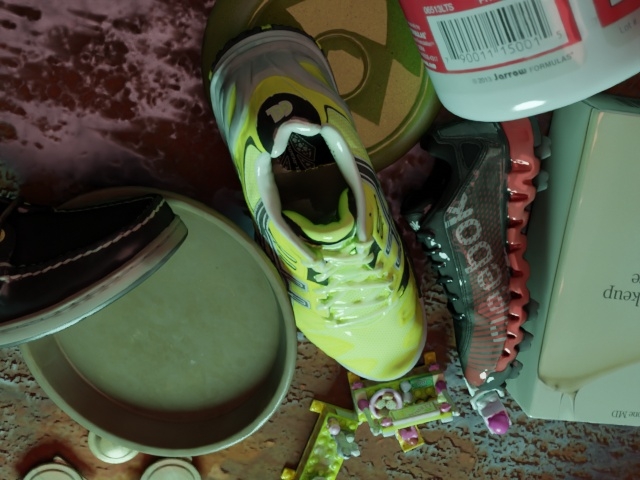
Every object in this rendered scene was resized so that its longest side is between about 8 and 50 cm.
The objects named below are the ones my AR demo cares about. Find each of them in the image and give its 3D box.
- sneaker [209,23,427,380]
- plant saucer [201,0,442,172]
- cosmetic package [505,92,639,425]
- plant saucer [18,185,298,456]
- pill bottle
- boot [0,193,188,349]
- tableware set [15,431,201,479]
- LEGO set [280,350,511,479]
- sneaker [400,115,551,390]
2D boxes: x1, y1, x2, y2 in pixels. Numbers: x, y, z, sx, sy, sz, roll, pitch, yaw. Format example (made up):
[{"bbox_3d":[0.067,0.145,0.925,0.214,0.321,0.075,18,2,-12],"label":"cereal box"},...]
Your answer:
[{"bbox_3d":[0.000,0.000,1.193,0.145,0.147,0.384,-23,125,5],"label":"sneaker"},{"bbox_3d":[0.011,-0.163,1.224,0.241,0.037,0.241,-3,108,-10],"label":"plant saucer"},{"bbox_3d":[0.289,0.018,1.298,0.160,0.113,0.309,5,106,-12],"label":"cosmetic package"},{"bbox_3d":[-0.152,0.074,1.225,0.278,0.041,0.278,5,114,12],"label":"plant saucer"},{"bbox_3d":[0.136,-0.324,1.091,0.229,0.229,0.407,-25,111,-2],"label":"pill bottle"},{"bbox_3d":[-0.327,-0.051,1.115,0.377,0.138,0.284,-14,109,21],"label":"boot"},{"bbox_3d":[-0.210,0.248,1.331,0.169,0.020,0.141,-38,110,4],"label":"tableware set"},{"bbox_3d":[0.052,0.212,1.320,0.287,0.107,0.132,-34,111,2],"label":"LEGO set"},{"bbox_3d":[0.140,0.011,1.269,0.135,0.097,0.276,0,102,-9],"label":"sneaker"}]
